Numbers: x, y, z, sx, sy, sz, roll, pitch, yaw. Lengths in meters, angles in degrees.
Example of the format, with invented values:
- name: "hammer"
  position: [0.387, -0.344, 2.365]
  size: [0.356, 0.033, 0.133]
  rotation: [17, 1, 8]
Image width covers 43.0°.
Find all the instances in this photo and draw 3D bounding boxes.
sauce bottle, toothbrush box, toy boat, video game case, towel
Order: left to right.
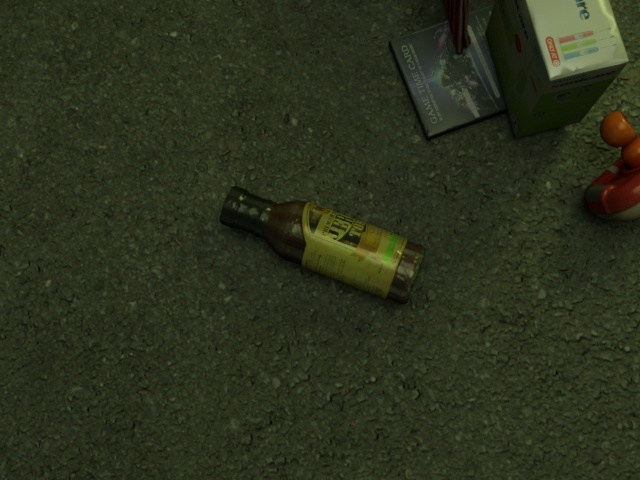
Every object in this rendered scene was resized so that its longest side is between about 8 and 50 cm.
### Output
- name: "sauce bottle"
  position: [0.000, 0.000, 1.357]
  size: [0.345, 0.111, 0.111]
  rotation: [20, 81, 5]
- name: "towel"
  position: [0.214, -0.483, 1.374]
  size: [0.031, 0.199, 0.274]
  rotation: [-13, 72, 6]
- name: "video game case"
  position: [0.283, -0.313, 1.443]
  size: [0.274, 0.026, 0.196]
  rotation: [-20, 79, 0]
- name: "toothbrush box"
  position: [0.360, -0.309, 1.283]
  size: [0.122, 0.283, 0.206]
  rotation: [-14, 80, 0]
- name: "toy boat"
  position: [0.516, -0.148, 1.326]
  size: [0.231, 0.151, 0.151]
  rotation: [-41, 100, -5]
